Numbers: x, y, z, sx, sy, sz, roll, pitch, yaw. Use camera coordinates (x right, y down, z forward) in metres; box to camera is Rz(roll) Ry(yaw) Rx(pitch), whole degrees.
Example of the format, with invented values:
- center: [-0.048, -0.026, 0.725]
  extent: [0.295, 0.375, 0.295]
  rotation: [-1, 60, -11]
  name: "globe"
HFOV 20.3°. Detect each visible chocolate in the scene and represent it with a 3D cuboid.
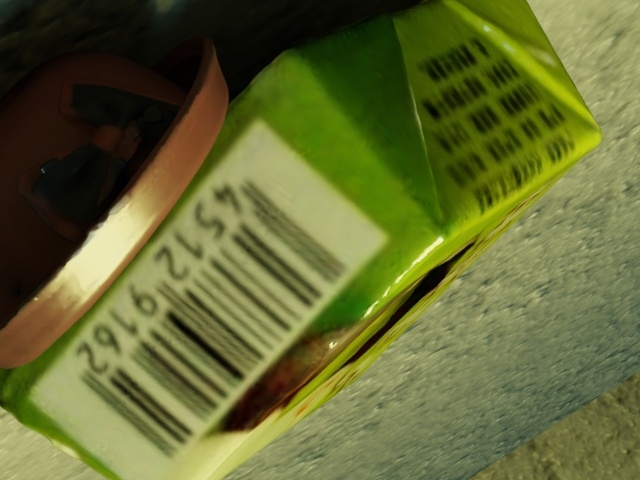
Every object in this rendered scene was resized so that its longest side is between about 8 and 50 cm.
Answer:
- center: [0.000, 0.000, 1.046]
  extent: [0.301, 0.137, 0.289]
  rotation: [-45, 172, 31]
  name: "chocolate"

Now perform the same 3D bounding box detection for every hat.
- center: [-0.126, -0.030, 0.853]
  extent: [0.205, 0.089, 0.205]
  rotation: [-48, -167, 14]
  name: "hat"
